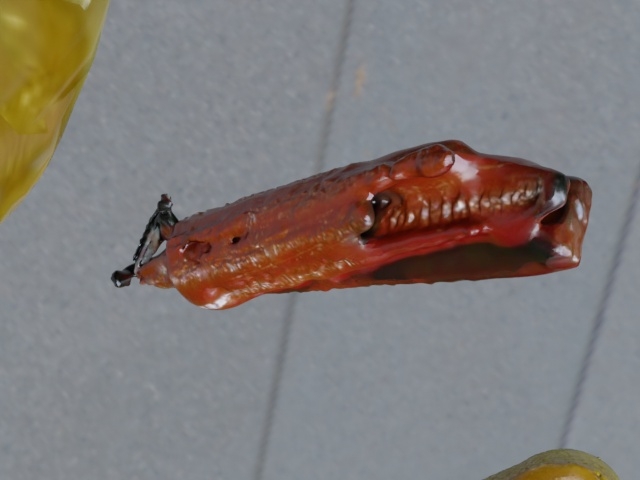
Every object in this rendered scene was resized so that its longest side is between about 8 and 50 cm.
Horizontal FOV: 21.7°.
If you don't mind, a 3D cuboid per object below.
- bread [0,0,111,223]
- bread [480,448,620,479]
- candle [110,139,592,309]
[{"bbox_3d":[-0.231,0.008,0.357,0.250,0.394,0.361,28,79,-39],"label":"bread"},{"bbox_3d":[0.094,0.220,1.108,0.245,0.094,0.102,-27,95,12],"label":"bread"},{"bbox_3d":[0.000,0.000,0.822,0.084,0.301,0.059,51,50,-25],"label":"candle"}]
